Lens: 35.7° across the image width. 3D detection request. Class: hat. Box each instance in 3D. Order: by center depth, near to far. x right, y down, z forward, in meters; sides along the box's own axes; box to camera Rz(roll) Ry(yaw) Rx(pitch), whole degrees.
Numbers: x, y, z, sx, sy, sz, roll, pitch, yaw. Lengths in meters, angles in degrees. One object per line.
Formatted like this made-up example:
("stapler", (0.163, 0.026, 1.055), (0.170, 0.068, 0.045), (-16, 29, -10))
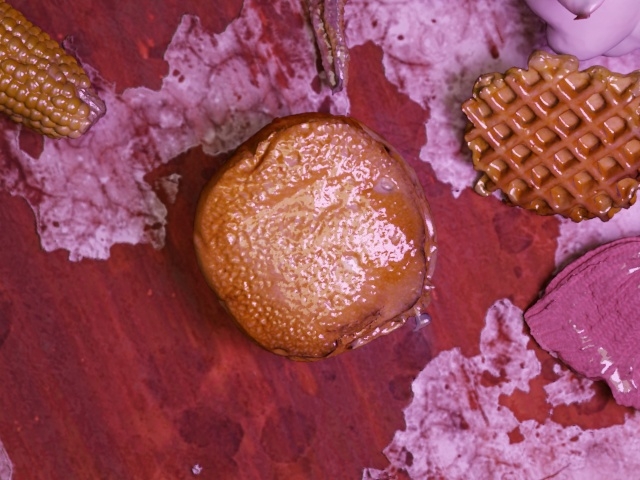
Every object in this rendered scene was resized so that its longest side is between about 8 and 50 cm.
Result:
("hat", (0.432, 0.077, 1.294), (0.236, 0.107, 0.286), (33, 116, -6))

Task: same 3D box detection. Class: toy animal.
("toy animal", (0.367, -0.299, 1.184), (0.310, 0.247, 0.183), (14, 87, -12))

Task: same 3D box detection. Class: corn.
("corn", (-0.420, -0.244, 1.214), (0.347, 0.130, 0.130), (35, 92, -8))

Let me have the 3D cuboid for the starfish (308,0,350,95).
("starfish", (0.024, -0.453, 1.207), (0.384, 0.132, 0.398), (46, 122, 0))

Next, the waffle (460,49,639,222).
("waffle", (0.296, -0.127, 1.245), (0.237, 0.059, 0.243), (7, 128, 17))

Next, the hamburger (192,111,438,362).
("hamburger", (0.000, 0.000, 1.234), (0.289, 0.170, 0.314), (-31, 97, 2))
